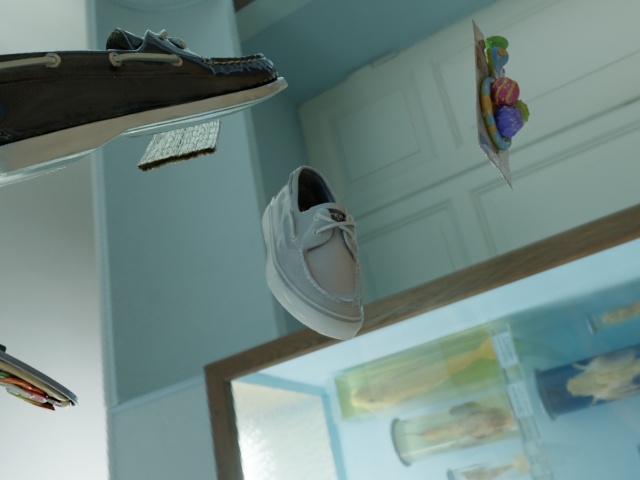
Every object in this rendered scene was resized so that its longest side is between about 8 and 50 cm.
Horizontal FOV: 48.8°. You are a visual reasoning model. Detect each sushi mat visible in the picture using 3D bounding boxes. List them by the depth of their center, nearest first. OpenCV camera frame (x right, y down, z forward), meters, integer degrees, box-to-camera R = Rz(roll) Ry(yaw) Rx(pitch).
[{"bbox_3d":[-0.281,-0.202,1.446,0.316,0.152,0.019,-107,3,-69],"label":"sushi mat"}]

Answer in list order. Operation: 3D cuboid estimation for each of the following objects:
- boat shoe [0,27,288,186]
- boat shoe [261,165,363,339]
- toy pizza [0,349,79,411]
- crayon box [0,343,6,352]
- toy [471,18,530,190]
[{"bbox_3d":[-0.149,-0.125,0.565,0.303,0.114,0.091,-29,-77,-47],"label":"boat shoe"},{"bbox_3d":[0.000,0.000,0.524,0.066,0.063,0.184,20,-157,-16],"label":"boat shoe"},{"bbox_3d":[-0.395,0.166,0.871,0.201,0.201,0.032,47,-123,-38],"label":"toy pizza"},{"bbox_3d":[-0.736,0.180,1.189,0.323,0.203,0.083,39,-146,-36],"label":"crayon box"},{"bbox_3d":[0.276,-0.211,1.057,0.137,0.056,0.237,37,-135,-46],"label":"toy"}]
